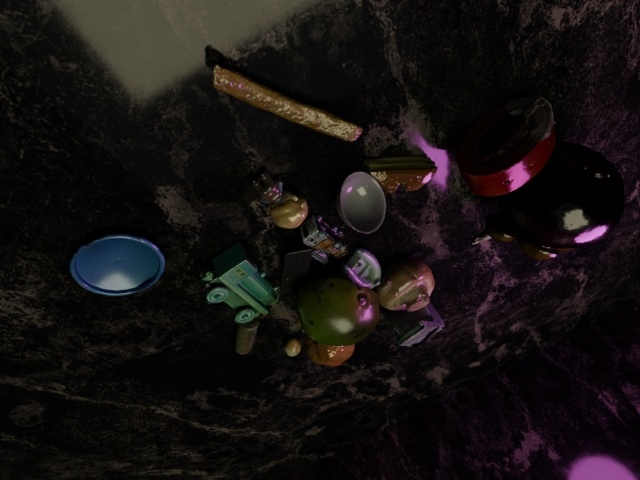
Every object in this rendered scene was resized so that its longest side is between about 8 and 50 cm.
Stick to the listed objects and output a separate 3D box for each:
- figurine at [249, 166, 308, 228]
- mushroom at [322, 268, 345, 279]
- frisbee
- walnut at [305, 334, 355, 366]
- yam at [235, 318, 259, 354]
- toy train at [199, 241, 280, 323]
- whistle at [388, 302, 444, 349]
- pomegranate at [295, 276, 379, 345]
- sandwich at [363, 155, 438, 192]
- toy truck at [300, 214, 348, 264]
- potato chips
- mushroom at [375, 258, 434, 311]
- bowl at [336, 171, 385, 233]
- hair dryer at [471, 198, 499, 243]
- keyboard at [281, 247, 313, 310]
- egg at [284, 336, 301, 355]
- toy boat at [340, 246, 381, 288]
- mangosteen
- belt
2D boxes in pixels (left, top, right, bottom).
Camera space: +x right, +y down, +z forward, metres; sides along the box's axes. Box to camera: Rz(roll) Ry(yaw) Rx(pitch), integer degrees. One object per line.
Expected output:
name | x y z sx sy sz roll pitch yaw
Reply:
figurine | -0.122 -0.118 1.191 0.114 0.108 0.196 -43 118 4
mushroom | 0.059 0.161 1.574 0.123 0.052 0.123 -12 134 -13
frisbee | -0.571 0.065 1.184 0.242 0.045 0.242 -13 136 -12
walnut | 0.042 0.430 1.737 0.195 0.195 0.222 -38 138 13
yam | -0.283 0.358 1.592 0.078 0.078 0.179 -3 133 -22
toy train | -0.253 0.150 1.370 0.194 0.120 0.298 -34 137 2
whistle | 0.408 0.365 1.758 0.168 0.405 0.188 -39 94 15
pomegranate | 0.040 0.279 1.498 0.310 0.215 0.359 16 145 -35
sandwich | 0.240 -0.199 1.271 0.245 0.090 0.088 -5 131 -21
toy truck | 0.000 -0.001 1.367 0.115 0.080 0.178 -32 140 21
potato chips | -0.077 -0.322 1.011 0.407 0.080 0.057 13 109 -33
mushroom | 0.330 0.185 1.634 0.255 0.184 0.254 -17 151 -10
bowl | 0.105 -0.109 1.277 0.189 0.188 0.086 15 165 -35
hair dryer | 0.686 -0.062 1.654 0.207 0.075 0.237 27 125 -33
keyboard | -0.087 0.134 1.467 0.104 0.041 0.381 -10 145 -14
egg | -0.117 0.447 1.762 0.072 0.071 0.083 -11 133 -15
toy boat | 0.160 0.112 1.528 0.134 0.079 0.207 -50 135 -9
mangosteen | 0.770 -0.121 1.413 0.383 0.381 0.435 -5 149 -21
belt | 0.549 -0.286 1.234 0.323 0.227 0.115 -48 137 -4
